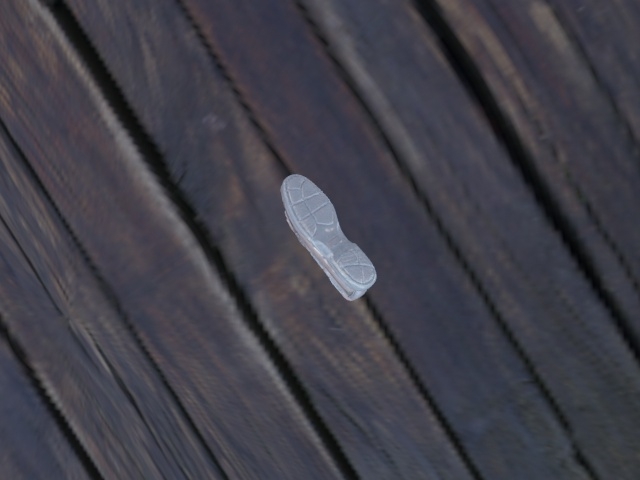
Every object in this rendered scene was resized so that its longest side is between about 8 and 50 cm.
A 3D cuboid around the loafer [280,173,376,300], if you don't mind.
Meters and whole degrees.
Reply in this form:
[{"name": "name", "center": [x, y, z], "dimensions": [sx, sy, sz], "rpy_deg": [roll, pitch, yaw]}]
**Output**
[{"name": "loafer", "center": [0.000, 0.000, 1.716], "dimensions": [0.045, 0.039, 0.125], "rpy_deg": [-26, 74, -36]}]
